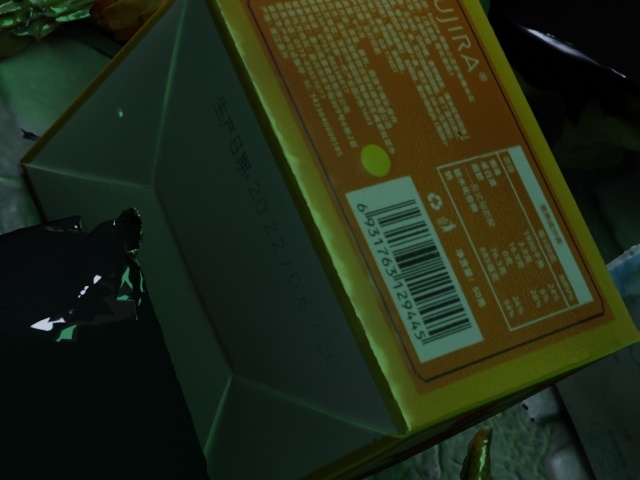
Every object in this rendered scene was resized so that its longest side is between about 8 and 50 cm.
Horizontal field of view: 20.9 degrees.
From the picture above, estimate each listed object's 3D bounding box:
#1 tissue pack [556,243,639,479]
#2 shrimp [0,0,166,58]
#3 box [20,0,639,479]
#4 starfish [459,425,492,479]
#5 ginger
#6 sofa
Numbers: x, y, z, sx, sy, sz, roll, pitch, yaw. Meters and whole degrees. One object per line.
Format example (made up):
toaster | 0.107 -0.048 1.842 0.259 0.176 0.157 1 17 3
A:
tissue pack | 0.277 0.132 1.220 0.124 0.201 0.271 -16 76 -27
shrimp | -0.117 -0.177 1.127 0.150 0.248 0.068 -112 176 -57
box | 0.000 0.000 1.062 0.214 0.259 0.283 -16 77 -37
starfish | 0.085 0.275 1.082 0.293 0.084 0.301 -25 96 -45
ginger | 0.318 -0.091 1.347 0.413 0.211 0.358 15 37 17
sofa | -0.204 0.110 0.963 0.258 0.182 0.200 -24 100 -39
